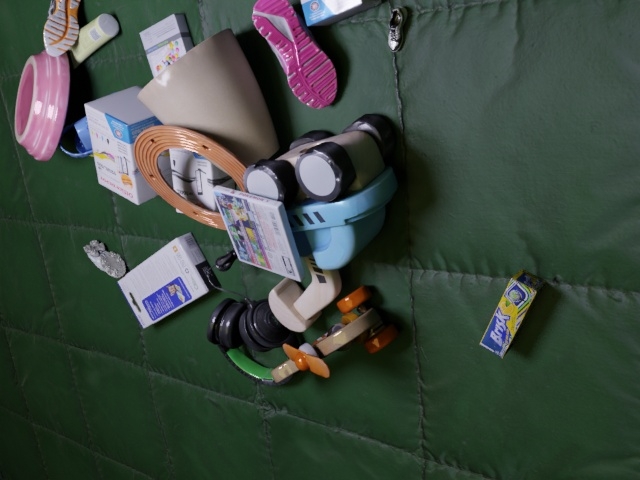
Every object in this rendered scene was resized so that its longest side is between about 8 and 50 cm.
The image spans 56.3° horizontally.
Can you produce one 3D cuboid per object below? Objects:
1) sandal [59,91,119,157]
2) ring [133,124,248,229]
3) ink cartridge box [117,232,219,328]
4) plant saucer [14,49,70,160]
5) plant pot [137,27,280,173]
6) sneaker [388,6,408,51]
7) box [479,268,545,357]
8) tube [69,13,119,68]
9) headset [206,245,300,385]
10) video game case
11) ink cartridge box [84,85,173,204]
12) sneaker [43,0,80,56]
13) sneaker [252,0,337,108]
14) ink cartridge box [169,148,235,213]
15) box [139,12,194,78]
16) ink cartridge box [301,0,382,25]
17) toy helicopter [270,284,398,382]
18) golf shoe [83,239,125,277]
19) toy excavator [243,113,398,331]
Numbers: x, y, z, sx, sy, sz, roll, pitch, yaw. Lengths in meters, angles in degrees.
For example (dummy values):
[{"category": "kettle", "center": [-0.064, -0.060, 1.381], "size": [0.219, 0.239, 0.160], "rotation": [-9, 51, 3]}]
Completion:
[{"category": "sandal", "center": [-0.628, -0.313, 1.685], "size": [0.317, 0.138, 0.126], "rotation": [-28, 88, 38]}, {"category": "ring", "center": [-0.270, -0.139, 1.370], "size": [0.336, 0.032, 0.337], "rotation": [18, 149, 11]}, {"category": "ink cartridge box", "center": [-0.462, 0.128, 1.783], "size": [0.370, 0.069, 0.176], "rotation": [-29, 90, 38]}, {"category": "plant saucer", "center": [-0.814, -0.399, 1.732], "size": [0.332, 0.084, 0.333], "rotation": [-10, 77, 50]}, {"category": "plant pot", "center": [-0.221, -0.284, 1.348], "size": [0.256, 0.256, 0.274], "rotation": [-25, 108, 40]}, {"category": "sneaker", "center": [0.141, -0.403, 1.143], "size": [0.031, 0.037, 0.083], "rotation": [21, 121, 26]}, {"category": "box", "center": [0.375, 0.145, 1.173], "size": [0.054, 0.059, 0.169], "rotation": [31, 123, 26]}, {"category": "tube", "center": [-0.640, -0.557, 1.653], "size": [0.240, 0.070, 0.062], "rotation": [-9, 145, 43]}, {"category": "headset", "center": [-0.179, 0.203, 1.586], "size": [0.243, 0.185, 0.395], "rotation": [-3, 121, 33]}, {"category": "video game case", "center": [-0.128, -0.014, 1.254], "size": [0.183, 0.023, 0.201], "rotation": [16, 139, 33]}, {"category": "ink cartridge box", "center": [-0.476, -0.247, 1.554], "size": [0.171, 0.168, 0.233], "rotation": [27, 133, 26]}, {"category": "sneaker", "center": [-0.710, -0.600, 1.641], "size": [0.083, 0.084, 0.215], "rotation": [-5, 71, 50]}, {"category": "sneaker", "center": [-0.044, -0.397, 1.250], "size": [0.102, 0.111, 0.252], "rotation": [-27, 112, 11]}, {"category": "ink cartridge box", "center": [-0.302, -0.166, 1.533], "size": [0.148, 0.085, 0.203], "rotation": [12, 114, 32]}, {"category": "box", "center": [-0.371, -0.452, 1.503], "size": [0.145, 0.038, 0.186], "rotation": [-7, 104, 39]}, {"category": "ink cartridge box", "center": [0.022, -0.529, 1.153], "size": [0.139, 0.082, 0.191], "rotation": [-7, 104, 38]}, {"category": "toy helicopter", "center": [-0.006, 0.259, 1.382], "size": [0.355, 0.235, 0.140], "rotation": [-38, 84, 38]}, {"category": "golf shoe", "center": [-0.691, 0.073, 1.945], "size": [0.176, 0.069, 0.086], "rotation": [38, 146, 22]}, {"category": "toy excavator", "center": [0.000, 0.000, 1.316], "size": [0.432, 0.222, 0.446], "rotation": [-8, 112, 40]}]
